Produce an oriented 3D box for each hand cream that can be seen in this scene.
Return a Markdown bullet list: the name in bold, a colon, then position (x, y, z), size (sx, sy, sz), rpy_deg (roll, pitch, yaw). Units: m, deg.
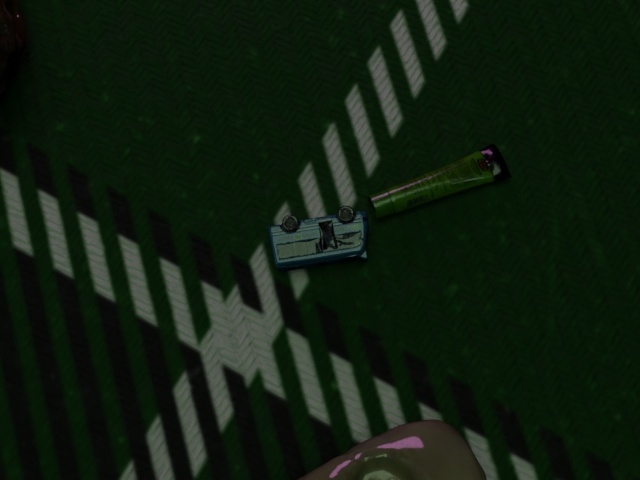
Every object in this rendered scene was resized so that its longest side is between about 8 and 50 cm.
- **hand cream**: position (0.100, -0.048, 0.845), size (0.122, 0.023, 0.036), rpy_deg (-21, 64, -5)

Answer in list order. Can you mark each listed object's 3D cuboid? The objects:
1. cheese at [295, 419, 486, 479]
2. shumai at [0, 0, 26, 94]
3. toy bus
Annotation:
- **cheese**: position (0.009, 0.339, 0.692), size (0.328, 0.129, 0.351), rpy_deg (-20, 74, -6)
- **shumai**: position (-0.365, -0.169, 0.804), size (0.218, 0.185, 0.184), rpy_deg (-13, 75, -2)
- **toy bus**: position (0.000, 0.000, 0.827), size (0.083, 0.038, 0.046), rpy_deg (-9, 80, 1)
